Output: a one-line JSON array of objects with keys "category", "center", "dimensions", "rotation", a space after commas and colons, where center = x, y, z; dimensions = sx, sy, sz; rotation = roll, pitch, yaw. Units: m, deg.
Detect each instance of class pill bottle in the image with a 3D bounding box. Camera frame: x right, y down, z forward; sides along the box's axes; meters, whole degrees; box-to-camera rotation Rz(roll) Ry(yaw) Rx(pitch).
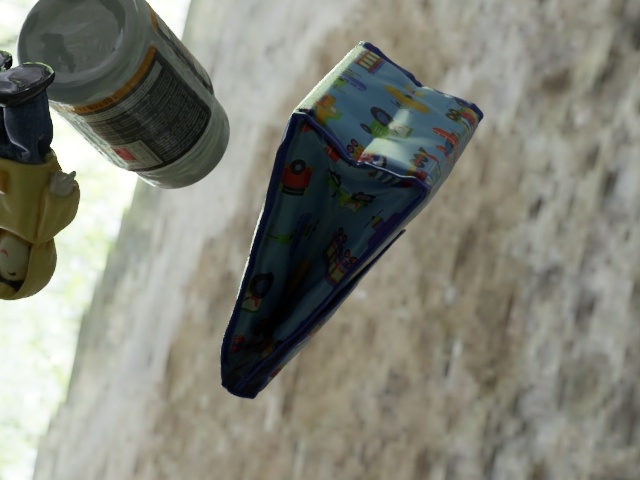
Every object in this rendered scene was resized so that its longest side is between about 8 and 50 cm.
[{"category": "pill bottle", "center": [-0.215, -0.172, 2.253], "dimensions": [0.278, 0.162, 0.162], "rotation": [49, 40, -59]}]

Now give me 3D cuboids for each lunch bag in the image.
[{"category": "lunch bag", "center": [0.000, 0.000, 1.772], "dimensions": [0.293, 0.138, 0.221], "rotation": [-61, 176, 27]}]

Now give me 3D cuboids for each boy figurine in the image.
[{"category": "boy figurine", "center": [-0.334, -0.063, 2.122], "dimensions": [0.092, 0.177, 0.285], "rotation": [-42, 145, -45]}]
